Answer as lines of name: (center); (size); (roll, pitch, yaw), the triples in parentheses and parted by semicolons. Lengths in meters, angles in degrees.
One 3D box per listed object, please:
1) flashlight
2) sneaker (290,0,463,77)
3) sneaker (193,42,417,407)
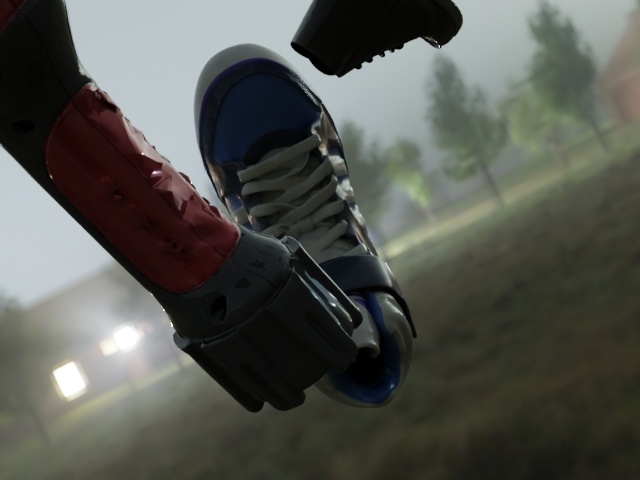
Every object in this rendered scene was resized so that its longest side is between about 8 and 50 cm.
flashlight: (-0.098, -0.039, 0.913); (0.103, 0.304, 0.103); (-35, 22, 22)
sneaker: (0.044, -0.190, 1.664); (0.118, 0.083, 0.222); (-58, -28, 3)
sneaker: (0.000, 0.001, 1.686); (0.130, 0.323, 0.236); (-23, 33, -9)
